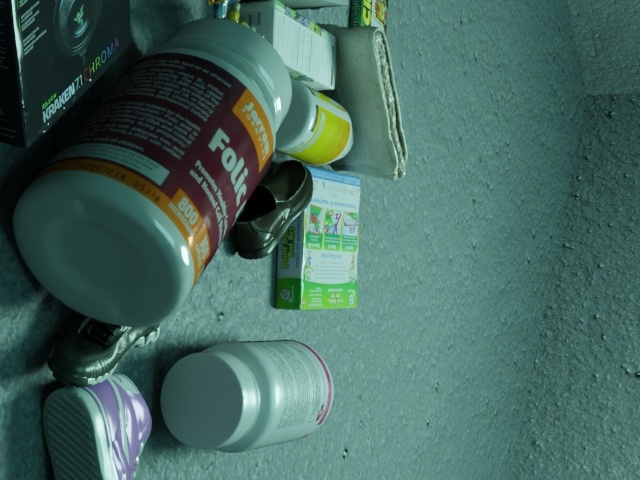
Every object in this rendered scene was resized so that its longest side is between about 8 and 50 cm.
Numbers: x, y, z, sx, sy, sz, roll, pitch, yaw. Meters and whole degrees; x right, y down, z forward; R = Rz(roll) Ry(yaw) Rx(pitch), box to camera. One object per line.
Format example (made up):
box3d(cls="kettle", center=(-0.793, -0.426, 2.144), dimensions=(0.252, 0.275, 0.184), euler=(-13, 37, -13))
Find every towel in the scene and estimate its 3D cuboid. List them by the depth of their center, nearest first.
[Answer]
box3d(cls="towel", center=(0.055, -0.241, 2.052), dimensions=(0.049, 0.187, 0.282), euler=(-34, 122, -37))

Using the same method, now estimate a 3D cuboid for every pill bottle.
box3d(cls="pill bottle", center=(-0.189, -0.099, 1.463), dimensions=(0.392, 0.224, 0.224), euler=(-62, 144, -44))
box3d(cls="pill bottle", center=(-0.106, 0.228, 1.739), dimensions=(0.283, 0.160, 0.160), euler=(8, 83, -66))
box3d(cls="pill bottle", center=(-0.023, -0.191, 1.957), dimensions=(0.215, 0.117, 0.117), euler=(17, 76, -64))

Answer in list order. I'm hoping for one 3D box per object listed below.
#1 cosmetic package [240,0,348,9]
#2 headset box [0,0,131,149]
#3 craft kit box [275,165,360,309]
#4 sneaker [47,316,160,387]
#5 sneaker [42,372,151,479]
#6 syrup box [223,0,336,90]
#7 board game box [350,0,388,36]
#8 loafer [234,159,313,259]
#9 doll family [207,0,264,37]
box3d(cls="cosmetic package", center=(-0.057, -0.424, 1.864), dimensions=(0.238, 0.127, 0.107), euler=(-20, 109, -66))
box3d(cls="headset box", center=(-0.308, -0.286, 1.214), dimensions=(0.246, 0.131, 0.283), euler=(-60, 162, -47))
box3d(cls="craft kit box", center=(0.000, 0.000, 2.094), dimensions=(0.250, 0.061, 0.246), euler=(6, 83, -65))
box3d(cls="sneaker", center=(-0.258, 0.101, 1.463), dimensions=(0.106, 0.078, 0.234), euler=(-65, 168, 23))
box3d(cls="sneaker", center=(-0.259, 0.306, 1.483), dimensions=(0.161, 0.102, 0.282), euler=(-16, 106, -68))
box3d(cls="syrup box", center=(-0.063, -0.308, 1.892), dimensions=(0.237, 0.093, 0.096), euler=(10, 81, -65))
box3d(cls="board game box", center=(0.098, -0.465, 2.321), dimensions=(0.136, 0.030, 0.259), euler=(17, 76, -62))
box3d(cls="loafer", center=(-0.075, -0.065, 1.891), dimensions=(0.220, 0.080, 0.078), euler=(-64, 146, -43))
box3d(cls="doll family", center=(-0.138, -0.327, 1.653), dimensions=(0.163, 0.118, 0.263), euler=(-60, 144, -73))
